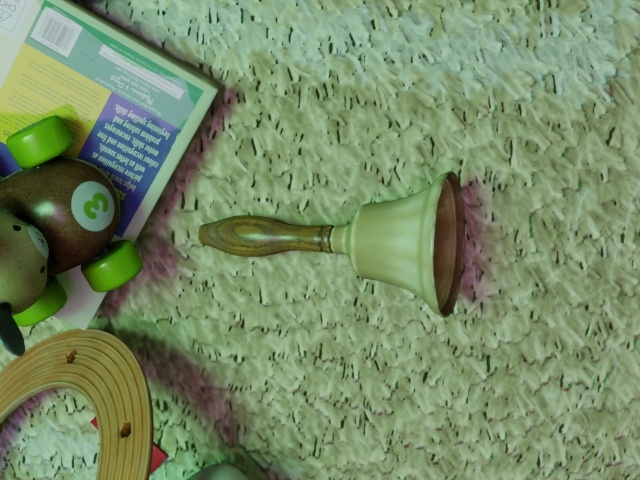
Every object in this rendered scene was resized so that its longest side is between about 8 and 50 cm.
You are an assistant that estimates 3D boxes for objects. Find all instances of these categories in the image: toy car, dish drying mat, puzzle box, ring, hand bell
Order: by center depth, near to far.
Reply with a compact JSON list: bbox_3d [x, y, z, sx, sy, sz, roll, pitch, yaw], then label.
[{"bbox_3d":[-0.241,0.008,0.659,0.149,0.188,0.155,-24,110,3],"label":"toy car"},{"bbox_3d":[-0.331,-0.121,0.734,0.408,0.052,0.272,29,103,-14],"label":"puzzle box"},{"bbox_3d":[-0.266,0.238,0.743,0.336,0.337,0.032,-38,132,13],"label":"ring"},{"bbox_3d":[0.000,0.000,0.752,0.242,0.126,0.126,2,101,21],"label":"hand bell"},{"bbox_3d":[-0.198,0.205,0.852,0.083,0.008,0.032,43,102,-1],"label":"dish drying mat"}]

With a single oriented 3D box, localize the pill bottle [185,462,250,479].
[{"bbox_3d":[-0.038,0.428,0.757,0.229,0.229,0.408,-39,93,13],"label":"pill bottle"}]
